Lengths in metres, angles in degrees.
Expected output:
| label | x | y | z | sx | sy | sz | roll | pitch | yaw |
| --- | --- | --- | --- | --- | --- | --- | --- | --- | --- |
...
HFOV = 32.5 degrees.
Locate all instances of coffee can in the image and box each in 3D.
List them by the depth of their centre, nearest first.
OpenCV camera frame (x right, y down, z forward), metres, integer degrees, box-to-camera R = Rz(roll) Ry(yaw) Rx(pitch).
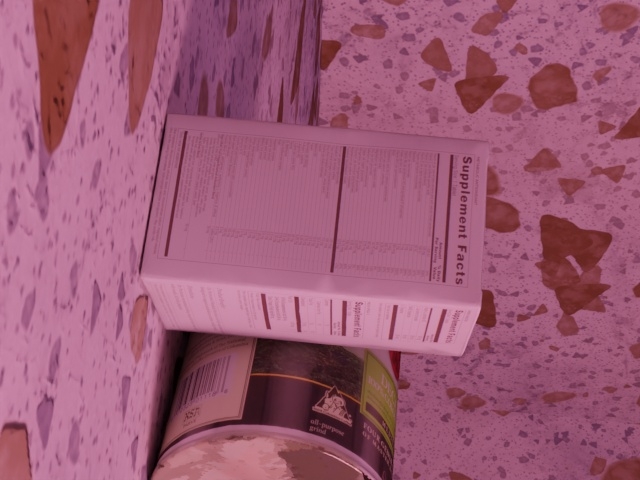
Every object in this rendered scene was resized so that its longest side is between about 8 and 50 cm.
| label | x | y | z | sx | sy | sz | roll | pitch | yaw |
| --- | --- | --- | --- | --- | --- | --- | --- | --- | --- |
| coffee can | -0.028 | 0.128 | 0.987 | 0.275 | 0.201 | 0.201 | -81 | 176 | -46 |

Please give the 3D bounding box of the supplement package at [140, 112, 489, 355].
| label | x | y | z | sx | sy | sz | roll | pitch | yaw |
| --- | --- | --- | --- | --- | --- | --- | --- | --- | --- |
| supplement package | 0.000 | 0.000 | 0.849 | 0.134 | 0.244 | 0.139 | 88 | 8 | -69 |
